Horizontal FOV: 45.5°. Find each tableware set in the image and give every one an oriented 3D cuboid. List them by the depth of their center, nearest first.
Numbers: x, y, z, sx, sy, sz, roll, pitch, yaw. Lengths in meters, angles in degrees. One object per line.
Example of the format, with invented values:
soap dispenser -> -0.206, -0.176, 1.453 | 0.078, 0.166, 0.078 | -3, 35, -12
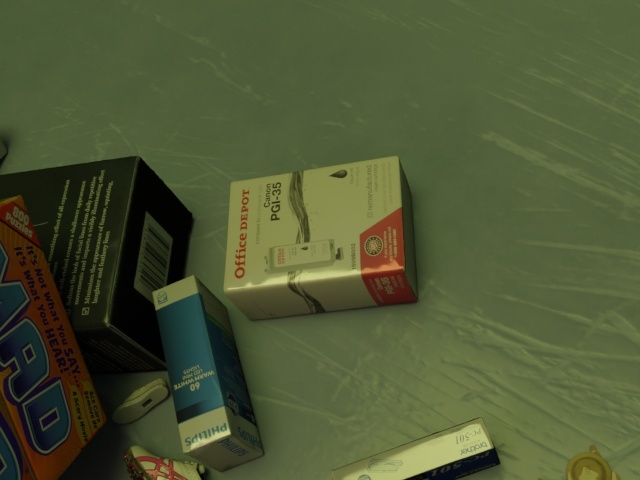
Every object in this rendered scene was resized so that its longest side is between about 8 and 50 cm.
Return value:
tableware set -> 0.329, 0.345, 0.957 | 0.169, 0.020, 0.141 | -33, 55, 1

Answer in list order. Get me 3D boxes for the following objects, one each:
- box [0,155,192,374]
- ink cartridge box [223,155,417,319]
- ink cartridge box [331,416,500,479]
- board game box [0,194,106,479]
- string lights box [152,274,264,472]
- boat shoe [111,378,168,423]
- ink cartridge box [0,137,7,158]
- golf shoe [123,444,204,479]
box -> -0.446, 0.056, 1.262 | 0.396, 0.212, 0.293 | -5, 62, 15
ink cartridge box -> 0.000, 0.000, 1.196 | 0.283, 0.117, 0.207 | -8, 61, 14
ink cartridge box -> 0.128, 0.298, 1.003 | 0.207, 0.097, 0.046 | -22, 58, 7
board game box -> -0.557, 0.187, 0.953 | 0.357, 0.356, 0.356 | -10, 17, 17
string lights box -> -0.168, 0.197, 1.137 | 0.077, 0.133, 0.259 | -22, 57, 5
boat shoe -> -0.287, 0.253, 1.210 | 0.100, 0.035, 0.035 | -36, 30, 2
ink cartridge box -> -0.814, -0.172, 1.532 | 0.273, 0.114, 0.197 | 3, 40, 21
golf shoe -> -0.213, 0.354, 1.117 | 0.186, 0.067, 0.086 | 30, 46, 31
